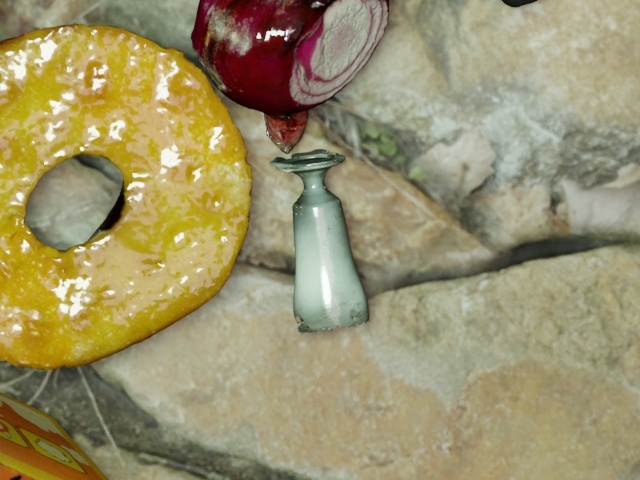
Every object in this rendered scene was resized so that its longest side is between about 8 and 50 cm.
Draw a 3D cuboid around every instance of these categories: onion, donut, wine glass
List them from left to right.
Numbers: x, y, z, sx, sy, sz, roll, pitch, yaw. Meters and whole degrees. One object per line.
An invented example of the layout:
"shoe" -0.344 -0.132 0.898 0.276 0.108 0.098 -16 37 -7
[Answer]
"donut" -0.213 -0.039 1.475 0.302 0.110 0.303 -2 99 -12
"onion" -0.038 -0.171 1.485 0.173 0.198 0.135 -25 60 -35
"wine glass" 0.000 0.000 1.540 0.072 0.072 0.155 -10 100 -9

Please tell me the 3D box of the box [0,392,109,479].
"box" -0.347 0.258 1.402 0.259 0.214 0.283 31 91 -38

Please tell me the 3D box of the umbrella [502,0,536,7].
"umbrella" 0.072 -0.325 1.470 0.113 0.106 0.357 -47 122 6
